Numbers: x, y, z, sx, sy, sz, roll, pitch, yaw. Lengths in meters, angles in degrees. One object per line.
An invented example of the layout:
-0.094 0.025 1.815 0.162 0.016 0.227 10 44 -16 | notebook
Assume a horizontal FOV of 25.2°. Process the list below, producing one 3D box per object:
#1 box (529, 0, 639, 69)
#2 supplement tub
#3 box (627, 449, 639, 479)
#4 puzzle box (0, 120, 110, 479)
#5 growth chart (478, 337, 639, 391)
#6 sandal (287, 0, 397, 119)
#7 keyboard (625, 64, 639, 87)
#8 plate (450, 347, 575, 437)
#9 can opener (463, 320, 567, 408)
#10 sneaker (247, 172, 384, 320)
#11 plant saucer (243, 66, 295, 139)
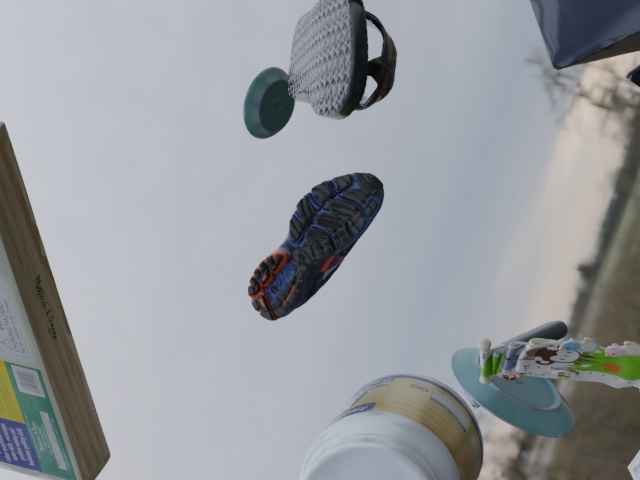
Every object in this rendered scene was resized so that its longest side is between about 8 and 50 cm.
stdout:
0.314 -0.360 1.277 0.312 0.179 0.343 -16 -94 -37 | box
0.064 0.209 1.286 0.199 0.144 0.144 -34 -39 -73 | supplement tub
0.515 0.277 1.796 0.181 0.182 0.119 110 153 -42 | box
-0.364 0.052 1.342 0.052 0.272 0.409 -56 -33 -44 | puzzle box
0.303 0.150 1.742 0.172 0.237 0.021 62 -146 -63 | growth chart
0.037 -0.256 1.983 0.446 0.107 0.168 -134 51 -77 | sandal
0.452 -0.224 1.661 0.180 0.108 0.023 -37 46 32 | keyboard
0.262 0.195 1.922 0.024 0.188 0.188 -63 -8 24 | plate
0.321 0.188 2.242 0.283 0.095 0.076 -18 -87 -45 | can opener
0.000 0.000 1.701 0.221 0.083 0.087 -47 -14 25 | sneaker
-0.076 -0.218 2.303 0.119 0.021 0.119 -26 -55 -43 | plant saucer
